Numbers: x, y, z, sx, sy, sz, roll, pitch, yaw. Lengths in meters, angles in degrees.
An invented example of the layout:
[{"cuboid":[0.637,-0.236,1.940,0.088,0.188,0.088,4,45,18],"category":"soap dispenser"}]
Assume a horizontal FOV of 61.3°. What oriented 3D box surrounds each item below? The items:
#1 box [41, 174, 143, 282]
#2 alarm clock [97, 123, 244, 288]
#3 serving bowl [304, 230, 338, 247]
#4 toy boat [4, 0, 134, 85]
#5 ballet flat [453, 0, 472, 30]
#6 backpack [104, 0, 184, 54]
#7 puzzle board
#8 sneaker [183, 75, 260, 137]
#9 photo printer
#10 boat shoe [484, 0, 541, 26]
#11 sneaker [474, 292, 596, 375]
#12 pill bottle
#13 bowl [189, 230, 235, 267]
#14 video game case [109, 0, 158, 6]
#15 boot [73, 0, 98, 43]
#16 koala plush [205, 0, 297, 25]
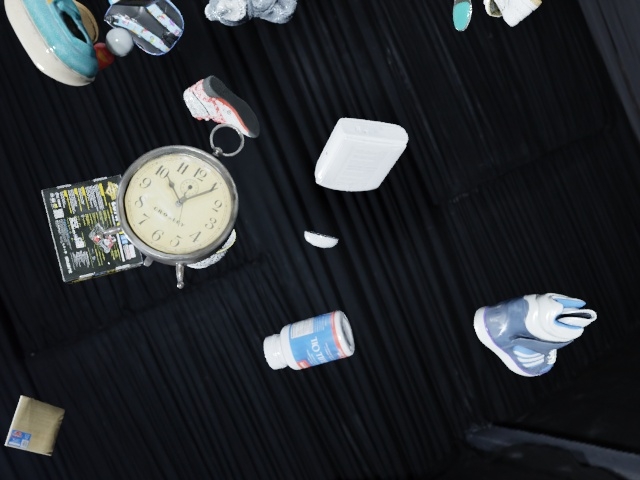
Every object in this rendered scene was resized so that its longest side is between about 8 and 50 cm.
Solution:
[{"cuboid":[-0.767,-0.040,1.829,0.257,0.322,0.079,-15,176,-20],"category":"box"},{"cuboid":[-0.148,-0.053,0.614,0.192,0.129,0.064,-57,-177,-11],"category":"alarm clock"},{"cuboid":[0.000,0.000,1.304,0.083,0.027,0.083,14,-176,-1],"category":"serving bowl"},{"cuboid":[-0.562,-0.476,1.242,0.148,0.267,0.318,-30,177,9],"category":"toy boat"},{"cuboid":[0.294,-0.490,1.106,0.041,0.114,0.041,-7,-164,2],"category":"ballet flat"},{"cuboid":[-0.450,-0.588,1.421,0.158,0.173,0.117,-46,-153,16],"category":"backpack"},{"cuboid":[-0.593,0.387,1.126,0.011,0.096,0.128,-4,150,17],"category":"puzzle board"},{"cuboid":[-0.334,-0.432,1.821,0.145,0.090,0.270,-13,144,33],"category":"sneaker"},{"cuboid":[0.131,-0.286,1.905,0.256,0.107,0.307,2,149,-20],"category":"photo printer"},{"cuboid":[0.442,-0.600,1.322,0.096,0.098,0.277,-49,-157,30],"category":"boat shoe"},{"cuboid":[0.541,0.225,1.262,0.236,0.322,0.130,-20,-133,44],"category":"sneaker"},{"cuboid":[-0.031,0.273,1.440,0.221,0.124,0.124,-19,-177,14],"category":"pill bottle"},{"cuboid":[-0.291,0.012,1.285,0.170,0.080,0.170,9,-146,-6],"category":"bowl"},{"cuboid":[-0.327,-0.513,1.088,0.166,0.015,0.119,-15,-166,26],"category":"video game case"},{"cuboid":[-0.878,-0.775,1.768,0.109,0.220,0.283,-54,152,1],"category":"boot"},{"cuboid":[-0.194,-0.642,1.427,0.221,0.203,0.196,-33,-146,-14],"category":"koala plush"}]
